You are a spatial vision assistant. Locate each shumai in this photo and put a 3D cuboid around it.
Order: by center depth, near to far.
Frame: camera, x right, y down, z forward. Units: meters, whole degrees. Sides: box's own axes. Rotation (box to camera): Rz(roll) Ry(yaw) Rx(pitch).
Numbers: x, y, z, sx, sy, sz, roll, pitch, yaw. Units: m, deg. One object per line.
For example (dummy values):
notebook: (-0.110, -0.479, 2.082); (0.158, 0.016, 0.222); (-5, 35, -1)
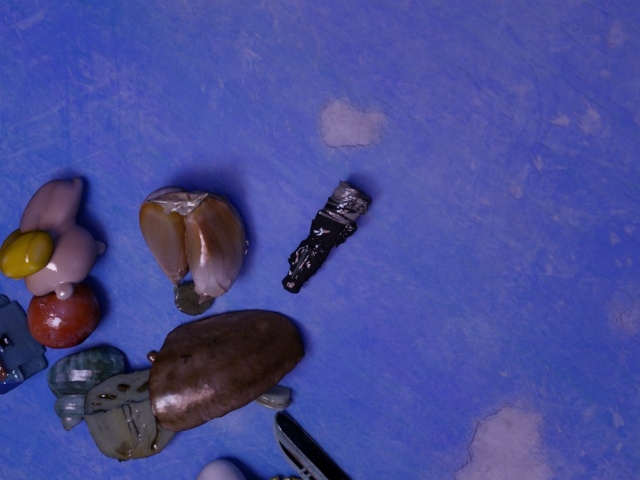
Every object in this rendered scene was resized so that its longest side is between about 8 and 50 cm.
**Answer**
shumai: (-0.380, 0.161, 1.850); (0.123, 0.087, 0.099); (22, 91, -39)

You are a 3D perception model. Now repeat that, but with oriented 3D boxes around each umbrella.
umbrella: (0.004, 0.004, 1.706); (0.113, 0.106, 0.358); (34, 109, -2)

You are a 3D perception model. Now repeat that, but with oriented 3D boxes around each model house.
model house: (-1.054, 0.355, 1.917); (0.251, 0.329, 0.295); (-27, 96, 14)

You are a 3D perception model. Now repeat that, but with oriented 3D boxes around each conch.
conch: (-0.736, 0.448, 1.961); (0.220, 0.195, 0.277); (20, 75, 0)

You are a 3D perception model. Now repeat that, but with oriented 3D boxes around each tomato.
tomato: (-0.756, 0.225, 1.880); (0.208, 0.208, 0.185); (-8, 107, 14)

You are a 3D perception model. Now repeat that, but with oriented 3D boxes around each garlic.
garlic: (-0.347, -0.009, 1.728); (0.286, 0.249, 0.313); (-12, 122, -1)

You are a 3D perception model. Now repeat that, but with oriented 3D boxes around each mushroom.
mushroom: (-0.253, 0.343, 1.764); (0.397, 0.314, 0.224); (-16, 104, 10)

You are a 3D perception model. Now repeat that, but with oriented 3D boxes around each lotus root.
lotus root: (-0.551, 0.533, 1.937); (0.267, 0.149, 0.260); (-13, 128, -11)

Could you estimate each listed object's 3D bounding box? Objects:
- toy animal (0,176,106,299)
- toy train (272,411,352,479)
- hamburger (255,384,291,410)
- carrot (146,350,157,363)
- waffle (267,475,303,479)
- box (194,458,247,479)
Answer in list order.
toy animal: (-0.763, 0.015, 1.837); (0.246, 0.345, 0.277); (33, 135, -32)
toy train: (-0.017, 0.682, 1.902); (0.088, 0.086, 0.407); (-41, 92, 24)
hamburger: (-0.148, 0.463, 1.871); (0.121, 0.084, 0.054); (17, 109, 9)
carrot: (-0.498, 0.379, 1.956); (0.032, 0.032, 0.093); (-38, 97, 19)
waffle: (-0.096, 0.879, 1.979); (0.302, 0.068, 0.325); (-15, 102, 16)
box: (-0.277, 0.865, 1.922); (0.349, 0.141, 0.289); (44, 116, 28)
